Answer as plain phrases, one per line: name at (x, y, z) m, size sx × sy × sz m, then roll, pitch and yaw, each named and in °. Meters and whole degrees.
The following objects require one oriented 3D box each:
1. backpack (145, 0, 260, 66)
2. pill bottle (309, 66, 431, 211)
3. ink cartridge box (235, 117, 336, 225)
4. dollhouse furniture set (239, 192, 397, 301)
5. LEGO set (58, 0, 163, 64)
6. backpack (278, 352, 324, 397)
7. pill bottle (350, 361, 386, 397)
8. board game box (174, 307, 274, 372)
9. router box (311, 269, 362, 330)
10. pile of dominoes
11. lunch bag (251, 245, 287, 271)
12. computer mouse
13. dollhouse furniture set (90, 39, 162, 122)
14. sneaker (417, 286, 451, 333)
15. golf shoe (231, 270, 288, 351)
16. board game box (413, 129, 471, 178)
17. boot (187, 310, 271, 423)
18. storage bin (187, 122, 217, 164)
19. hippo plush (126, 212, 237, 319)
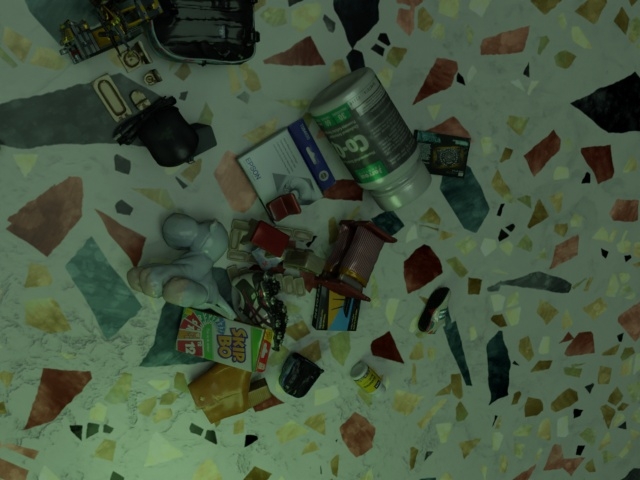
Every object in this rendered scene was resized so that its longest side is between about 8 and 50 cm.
backpack at (-0.298, -0.536, 1.647) m, size 0.253 × 0.191 × 0.225 m, roll -7°, pitch 102°, yaw -26°
pill bottle at (0.145, -0.271, 1.862) m, size 0.204 × 0.204 × 0.361 m, roll -39°, pitch 111°, yaw -8°
ink cartridge box at (-0.086, -0.191, 1.883) m, size 0.224 × 0.045 × 0.223 m, roll -34°, pitch 111°, yaw -10°
dollhouse furniture set at (0.000, 0.000, 1.840) m, size 0.374 × 0.152 × 0.201 m, roll 30°, pitch 77°, yaw -30°
LEGO set at (-0.508, -0.527, 1.499) m, size 0.192 × 0.331 × 0.255 m, roll -34°, pitch 117°, yaw -27°
backpack at (-0.067, 0.400, 2.004) m, size 0.105 × 0.084 × 0.114 m, roll 35°, pitch 84°, yaw -23°
pill bottle at (0.151, 0.435, 2.103) m, size 0.065 × 0.065 × 0.116 m, roll -46°, pitch 113°, yaw -5°
board game box at (-0.263, 0.272, 1.858) m, size 0.259 × 0.039 × 0.124 m, roll 14°, pitch 93°, yaw 8°
router box at (0.053, 0.178, 2.018) m, size 0.133 × 0.046 × 0.179 m, roll 4°, pitch 101°, yaw -20°
pile of dominoes at (-0.144, 0.050, 1.935) m, size 0.251 × 0.040 × 0.196 m, roll 9°, pitch 100°, yaw -13°
lunch bag at (-0.140, 0.034, 1.884) m, size 0.083 × 0.053 × 0.071 m, roll -32°, pitch 105°, yaw 6°
computer mouse at (-0.390, -0.266, 1.631) m, size 0.188 × 0.272 × 0.072 m, roll -41°, pitch 136°, yaw -9°
dollhouse furniture set at (-0.470, -0.384, 1.656) m, size 0.151 × 0.123 × 0.144 m, roll -33°, pitch 111°, yaw -10°
sneaker at (0.372, 0.225, 2.148) m, size 0.075 × 0.057 × 0.161 m, roll 28°, pitch 90°, yaw -40°
golf shoe at (-0.164, 0.198, 1.923) m, size 0.120 × 0.105 × 0.273 m, roll 0°, pitch 124°, yaw 16°
board game box at (0.358, -0.259, 2.039) m, size 0.186 × 0.026 × 0.126 m, roll 5°, pitch 100°, yaw -21°
boot at (-0.277, 0.364, 1.914) m, size 0.211 × 0.104 × 0.295 m, roll -20°, pitch 103°, yaw -8°
storage bin at (-0.327, -0.253, 1.739) m, size 0.091 × 0.135 × 0.098 m, roll -26°, pitch 115°, yaw -23°
hippo plush at (-0.328, 0.049, 1.746) m, size 0.294 × 0.234 × 0.237 m, roll 18°, pitch 84°, yaw -2°
